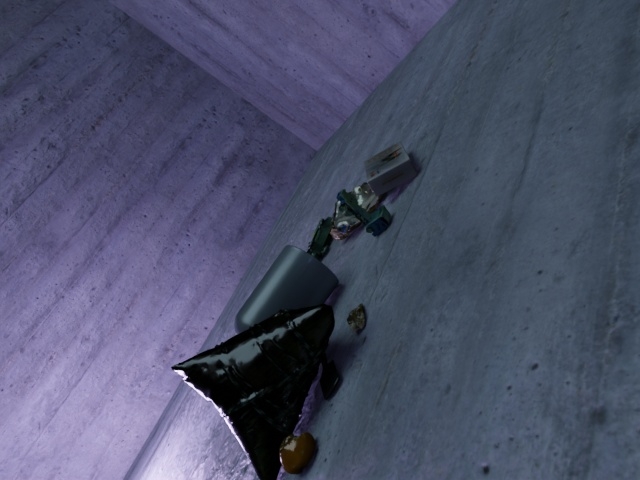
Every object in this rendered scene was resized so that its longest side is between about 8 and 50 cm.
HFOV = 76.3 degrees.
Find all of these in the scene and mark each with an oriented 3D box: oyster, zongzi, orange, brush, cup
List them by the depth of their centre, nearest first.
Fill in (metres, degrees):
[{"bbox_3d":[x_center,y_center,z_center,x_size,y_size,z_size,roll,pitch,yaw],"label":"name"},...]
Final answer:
[{"bbox_3d":[-0.053,0.438,0.844,0.086,0.062,0.086,-53,16,22],"label":"orange"},{"bbox_3d":[-0.105,0.363,0.966,0.384,0.362,0.319,-27,-18,-14],"label":"zongzi"},{"bbox_3d":[0.015,0.314,0.993,0.062,0.016,0.193,-57,14,5],"label":"brush"},{"bbox_3d":[0.087,0.190,1.003,0.051,0.034,0.093,-45,12,14],"label":"oyster"},{"bbox_3d":[-0.109,0.192,1.251,0.312,0.205,0.205,-55,12,-15],"label":"cup"},{"bbox_3d":[0.133,-0.111,1.449,0.223,0.083,0.214,-7,57,50],"label":"oyster"}]

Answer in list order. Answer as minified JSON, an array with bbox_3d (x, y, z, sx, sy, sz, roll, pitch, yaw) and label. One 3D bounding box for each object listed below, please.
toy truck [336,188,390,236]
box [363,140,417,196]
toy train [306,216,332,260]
[{"bbox_3d":[0.131,-0.094,1.213,0.081,0.175,0.067,-38,22,38],"label":"toy truck"},{"bbox_3d":[0.226,-0.242,1.355,0.150,0.067,0.233,-30,22,16],"label":"box"},{"bbox_3d":[-0.001,0.000,1.672,0.200,0.083,0.132,-63,4,-27],"label":"toy train"}]
